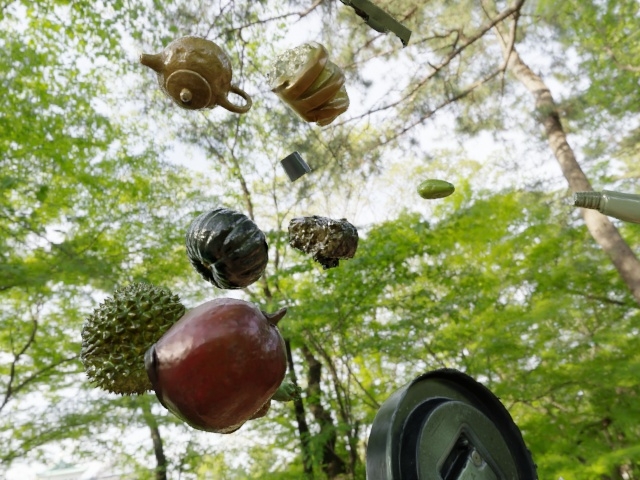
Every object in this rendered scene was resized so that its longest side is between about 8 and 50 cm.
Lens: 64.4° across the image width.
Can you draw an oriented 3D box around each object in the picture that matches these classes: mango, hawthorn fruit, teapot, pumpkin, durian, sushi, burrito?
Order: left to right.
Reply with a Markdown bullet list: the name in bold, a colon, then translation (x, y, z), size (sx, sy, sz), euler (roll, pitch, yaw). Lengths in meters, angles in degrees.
- **durian**: translation (-0.414, 0.223, 1.174), size (0.225, 0.291, 0.291), euler (8, -30, 1)
- **teapot**: translation (-0.330, -0.421, 1.365), size (0.311, 0.167, 0.203), euler (25, -44, -20)
- **hawthorn fruit**: translation (-0.154, 0.191, 0.838), size (0.250, 0.215, 0.215), euler (-45, -28, -9)
- **pumpkin**: translation (-0.231, 0.023, 1.263), size (0.162, 0.220, 0.220), euler (-41, -12, -35)
- **burrito**: translation (-0.201, 0.445, 1.583), size (0.288, 0.054, 0.104), euler (6, -68, 6)
- **sushi**: translation (0.000, 0.000, 1.454), size (0.213, 0.147, 0.115), euler (18, 15, 41)
- **mango**: translation (0.329, -0.146, 1.448), size (0.108, 0.056, 0.073), euler (0, -17, 29)

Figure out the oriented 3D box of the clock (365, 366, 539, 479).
- **clock**: translation (0.246, 0.427, 0.910), size (0.386, 0.386, 0.076), euler (8, -31, -35)

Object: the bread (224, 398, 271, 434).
- **bread**: translation (-0.247, 0.426, 1.430), size (0.247, 0.232, 0.135), euler (-8, -52, 0)

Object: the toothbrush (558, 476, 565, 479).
- **toothbrush**: translation (0.382, 0.403, 0.788), size (0.017, 0.014, 0.162), euler (-39, -14, 11)

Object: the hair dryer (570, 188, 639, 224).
- **hair dryer**: translation (0.499, 0.022, 0.596), size (0.298, 0.295, 0.119), euler (-11, -41, -3)

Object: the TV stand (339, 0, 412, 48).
- **TV stand**: translation (0.115, -0.531, 1.193), size (0.249, 0.036, 0.042), euler (22, -7, -29)

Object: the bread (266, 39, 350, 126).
- **bread**: translation (-0.020, -0.515, 1.658), size (0.270, 0.315, 0.211), euler (37, -68, -25)

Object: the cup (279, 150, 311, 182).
- **cup**: translation (-0.087, -0.233, 1.624), size (0.078, 0.077, 0.100), euler (-36, 5, -26)
